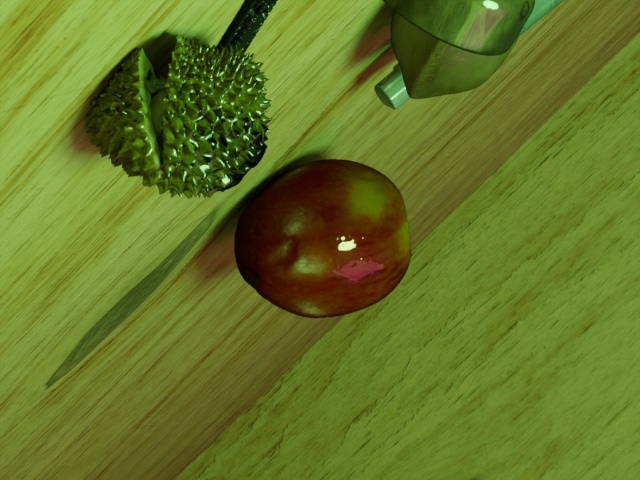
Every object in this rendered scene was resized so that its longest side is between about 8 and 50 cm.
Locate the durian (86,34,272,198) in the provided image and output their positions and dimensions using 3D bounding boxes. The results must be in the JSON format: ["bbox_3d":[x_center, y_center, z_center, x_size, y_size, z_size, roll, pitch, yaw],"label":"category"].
[{"bbox_3d":[-0.125,-0.114,1.620,0.193,0.138,0.237,-47,163,23],"label":"durian"}]

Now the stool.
[{"bbox_3d":[0.180,-0.343,1.542,0.179,0.179,0.264,-25,150,-57],"label":"stool"}]

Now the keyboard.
[{"bbox_3d":[-0.087,-0.222,1.699,0.060,0.018,0.195,-35,168,-46],"label":"keyboard"}]

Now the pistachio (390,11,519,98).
[{"bbox_3d":[0.186,-0.298,1.993,0.260,0.163,0.213,117,-3,-52],"label":"pistachio"}]

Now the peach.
[{"bbox_3d":[0.000,0.000,2.319,0.281,0.238,0.281,-10,-165,3],"label":"peach"}]

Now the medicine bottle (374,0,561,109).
[{"bbox_3d":[0.222,-0.309,2.190,0.352,0.110,0.110,-40,169,-9],"label":"medicine bottle"}]
